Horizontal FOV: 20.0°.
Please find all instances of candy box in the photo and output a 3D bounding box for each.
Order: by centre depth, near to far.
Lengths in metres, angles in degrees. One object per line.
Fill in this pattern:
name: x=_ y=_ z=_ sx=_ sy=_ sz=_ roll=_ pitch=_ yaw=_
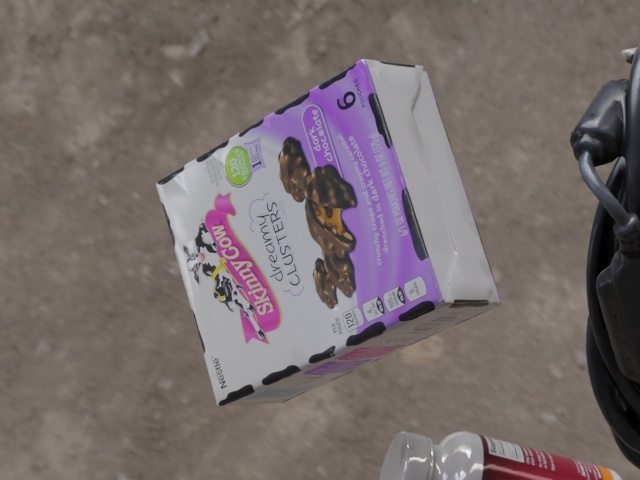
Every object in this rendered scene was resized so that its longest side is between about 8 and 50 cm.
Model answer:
candy box: x=0.000 y=0.000 z=1.177 sx=0.196 sy=0.070 sz=0.165 roll=-28 pitch=72 yaw=35

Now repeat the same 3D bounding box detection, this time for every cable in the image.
cable: x=0.129 y=-0.003 z=0.642 sx=0.047 sy=0.184 sz=0.150 roll=-1 pitch=48 yaw=26

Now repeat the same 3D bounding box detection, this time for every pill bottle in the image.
pill bottle: x=0.117 y=0.175 z=1.196 sx=0.152 sy=0.086 sz=0.086 roll=15 pitch=74 yaw=-9
